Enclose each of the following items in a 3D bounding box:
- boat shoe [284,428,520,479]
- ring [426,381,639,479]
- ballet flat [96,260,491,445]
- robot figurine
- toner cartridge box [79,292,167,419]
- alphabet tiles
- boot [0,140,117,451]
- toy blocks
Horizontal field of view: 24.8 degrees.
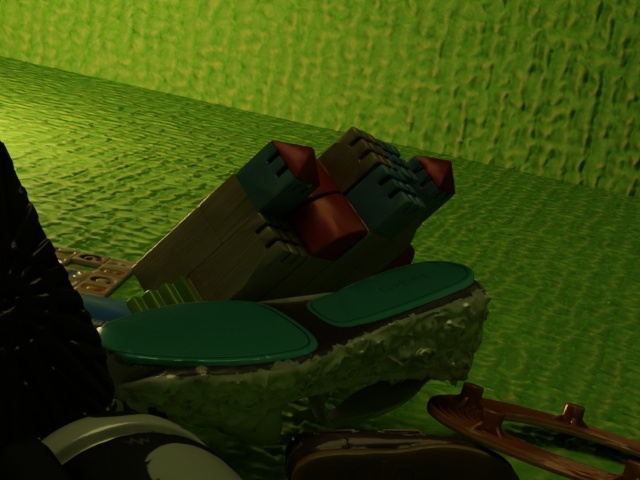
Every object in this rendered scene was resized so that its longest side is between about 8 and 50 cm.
[{"bbox_3d":[0.071,0.198,1.282,0.206,0.073,0.073,8,16,-9],"label":"boat shoe"},{"bbox_3d":[0.265,0.193,1.373,0.336,0.032,0.336,16,2,-1],"label":"ring"},{"bbox_3d":[-0.013,0.117,1.317,0.408,0.147,0.147,-10,22,-29],"label":"ballet flat"},{"bbox_3d":[-0.095,0.215,0.883,0.173,0.209,0.278,-11,25,-26],"label":"robot figurine"},{"bbox_3d":[-0.310,0.097,1.404,0.347,0.075,0.165,9,14,-2],"label":"toner cartridge box"},{"bbox_3d":[-0.342,0.038,1.745,0.198,0.009,0.237,12,14,6],"label":"alphabet tiles"},{"bbox_3d":[-0.290,0.062,1.129,0.131,0.348,0.260,-17,0,-34],"label":"boot"},{"bbox_3d":[0.000,0.000,1.471,0.191,0.261,0.381,56,19,23],"label":"toy blocks"}]
